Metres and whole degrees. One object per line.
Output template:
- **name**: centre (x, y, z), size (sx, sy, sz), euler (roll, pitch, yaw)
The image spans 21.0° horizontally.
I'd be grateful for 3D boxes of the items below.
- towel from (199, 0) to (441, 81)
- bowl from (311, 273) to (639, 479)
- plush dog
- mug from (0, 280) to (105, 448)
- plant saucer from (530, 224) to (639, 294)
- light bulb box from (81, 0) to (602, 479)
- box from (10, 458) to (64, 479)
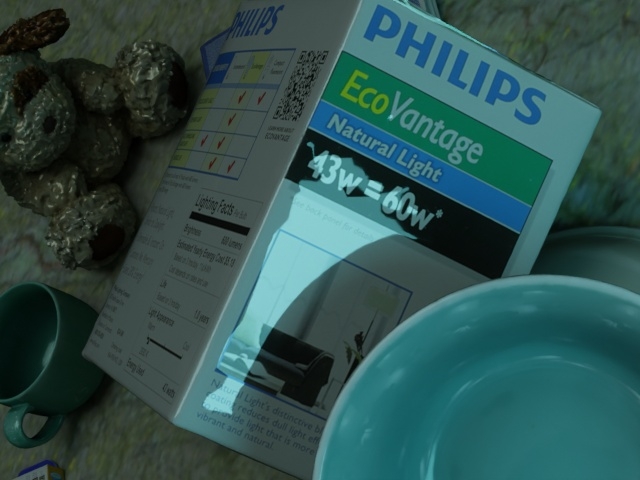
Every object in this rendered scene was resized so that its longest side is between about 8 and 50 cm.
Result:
- **towel**: centre (0.002, -0.186, 1.745), size (0.285, 0.034, 0.209), euler (-31, 56, 29)
- **bowl**: centre (0.159, 0.176, 1.210), size (0.311, 0.163, 0.311), euler (0, 91, 10)
- **plush dog**: centre (-0.299, -0.127, 1.836), size (0.210, 0.225, 0.262), euler (22, 86, 43)
- **mug**: centre (-0.290, 0.130, 1.802), size (0.129, 0.097, 0.158), euler (29, 92, 43)
- **plant saucer**: centre (0.183, 0.165, 1.390), size (0.400, 0.100, 0.400), euler (-17, 61, 34)
- **light bulb box**: centre (0.000, 0.000, 1.446), size (0.361, 0.225, 0.358), euler (-65, 19, -3)
- **box**: centre (-0.300, 0.293, 1.786), size (0.081, 0.028, 0.136), euler (-26, 58, 30)
